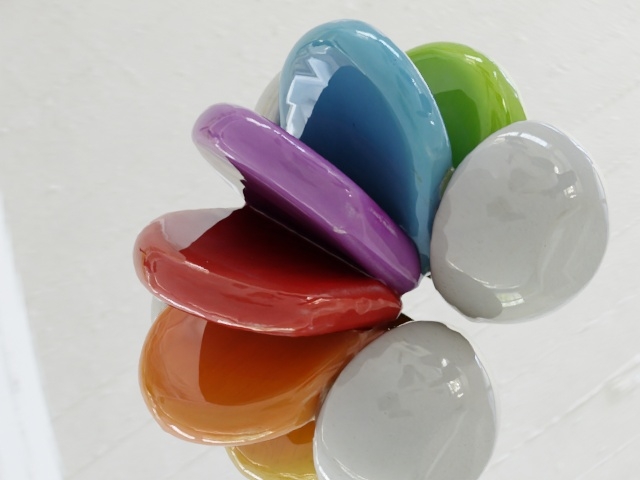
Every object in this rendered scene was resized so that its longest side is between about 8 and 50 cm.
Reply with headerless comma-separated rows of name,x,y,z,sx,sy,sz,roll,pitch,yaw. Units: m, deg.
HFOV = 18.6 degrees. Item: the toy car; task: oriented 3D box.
toy car,0.000,0.000,0.707,0.159,0.136,0.182,30,-90,45
